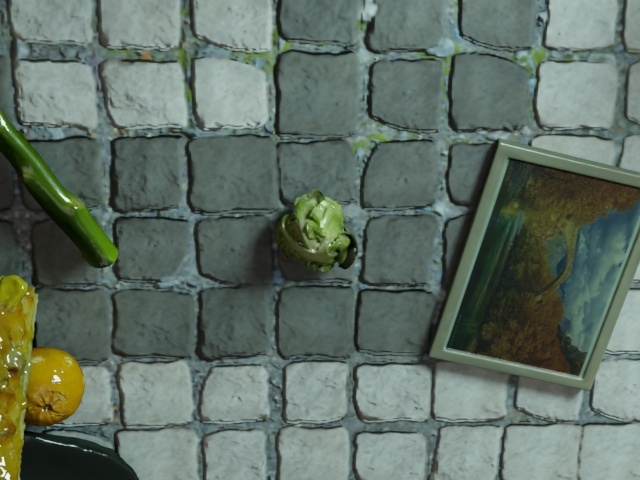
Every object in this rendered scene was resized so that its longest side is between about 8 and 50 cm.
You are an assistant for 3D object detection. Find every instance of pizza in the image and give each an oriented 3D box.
[{"bbox_3d":[-0.408,0.150,1.409,0.258,0.087,0.268,2,71,-7],"label":"pizza"}]

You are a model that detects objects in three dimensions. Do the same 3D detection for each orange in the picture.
[{"bbox_3d":[-0.283,0.149,1.507,0.083,0.070,0.083,-3,118,-6],"label":"orange"}]

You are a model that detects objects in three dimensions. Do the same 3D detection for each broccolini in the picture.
[{"bbox_3d":[-0.340,-0.110,1.394,0.079,0.074,0.392,-49,116,-26],"label":"broccolini"}]

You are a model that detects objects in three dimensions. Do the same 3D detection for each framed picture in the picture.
[{"bbox_3d":[0.229,0.030,1.505,0.184,0.016,0.250,14,114,-8],"label":"framed picture"}]

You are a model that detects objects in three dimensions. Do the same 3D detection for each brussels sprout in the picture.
[{"bbox_3d":[0.000,0.000,1.460,0.085,0.058,0.085,-6,131,-7],"label":"brussels sprout"}]

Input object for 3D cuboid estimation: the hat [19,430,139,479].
[{"bbox_3d":[-0.391,0.326,1.555,0.382,0.257,0.366,14,81,-42],"label":"hat"}]
